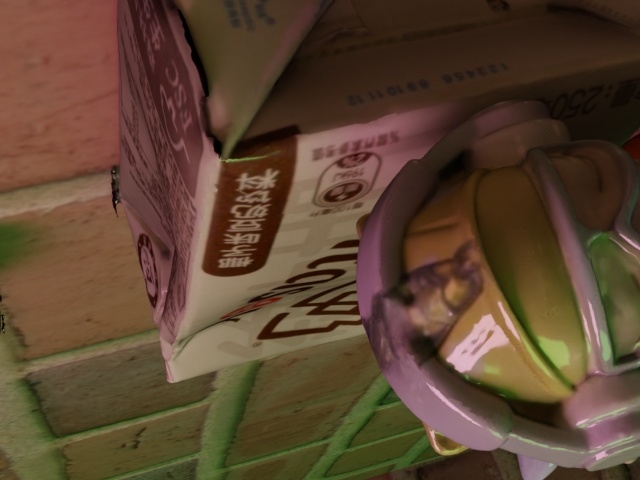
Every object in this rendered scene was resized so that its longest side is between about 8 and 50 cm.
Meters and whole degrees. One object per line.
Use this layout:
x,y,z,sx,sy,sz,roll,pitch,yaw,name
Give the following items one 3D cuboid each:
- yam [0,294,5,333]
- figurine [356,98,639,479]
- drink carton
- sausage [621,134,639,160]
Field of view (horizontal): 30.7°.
-0.249,0.046,0.648,0.127,0.084,0.084,-11,161,-29,yam
0.092,0.021,0.402,0.184,0.128,0.208,-8,158,-21,figurine
0.011,-0.046,0.543,0.194,0.132,0.324,-13,163,-14,drink carton
0.250,-0.029,0.908,0.089,0.089,0.179,-11,164,-20,sausage
